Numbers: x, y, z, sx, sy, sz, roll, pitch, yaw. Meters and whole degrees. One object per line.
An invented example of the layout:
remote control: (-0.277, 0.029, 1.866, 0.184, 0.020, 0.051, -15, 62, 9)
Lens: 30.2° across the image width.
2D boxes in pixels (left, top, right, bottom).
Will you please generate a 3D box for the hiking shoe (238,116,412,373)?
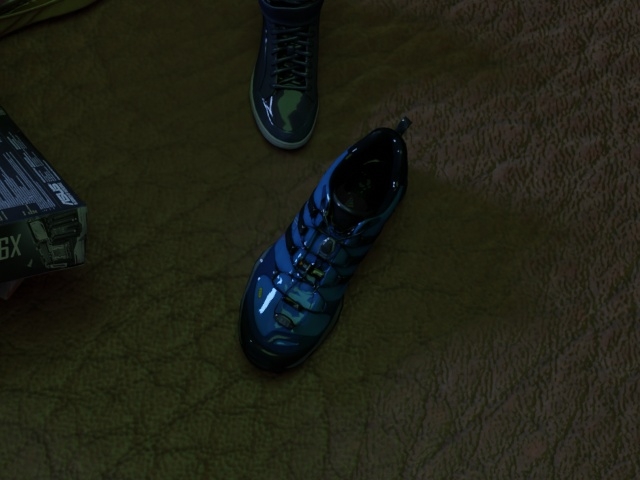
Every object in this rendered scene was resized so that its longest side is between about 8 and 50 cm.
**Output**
hiking shoe: (0.000, 0.000, 1.298, 0.113, 0.132, 0.304, 27, 70, 6)

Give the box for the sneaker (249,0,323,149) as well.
sneaker: (-0.036, -0.234, 1.368, 0.086, 0.163, 0.226, 1, 71, -6)

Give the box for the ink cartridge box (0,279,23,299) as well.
ink cartridge box: (-0.369, -0.021, 1.297, 0.145, 0.045, 0.179, 22, 29, 0)

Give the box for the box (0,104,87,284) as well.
box: (-0.414, -0.061, 1.211, 0.242, 0.076, 0.307, -16, 43, -34)

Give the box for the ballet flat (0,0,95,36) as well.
ballet flat: (-0.336, -0.303, 1.417, 0.232, 0.073, 0.080, -31, 75, -15)
